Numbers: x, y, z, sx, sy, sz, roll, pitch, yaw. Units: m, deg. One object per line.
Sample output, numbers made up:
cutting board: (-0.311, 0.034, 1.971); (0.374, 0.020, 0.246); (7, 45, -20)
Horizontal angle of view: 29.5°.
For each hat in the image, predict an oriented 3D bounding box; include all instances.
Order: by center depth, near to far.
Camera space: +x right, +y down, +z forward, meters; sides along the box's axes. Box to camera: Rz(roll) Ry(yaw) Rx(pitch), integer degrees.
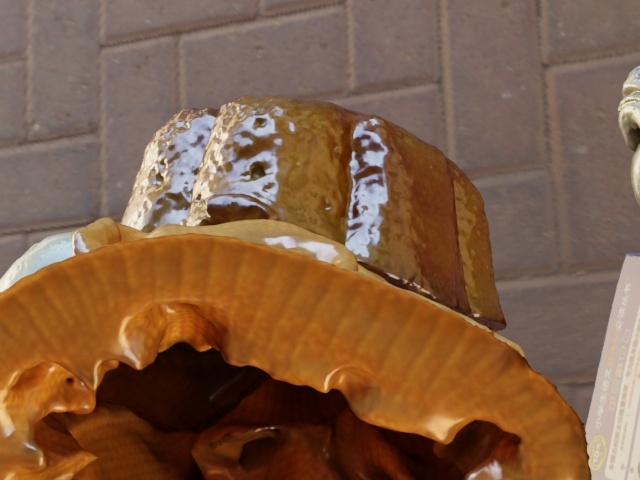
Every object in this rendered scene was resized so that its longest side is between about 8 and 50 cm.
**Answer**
hat: (-0.023, 0.056, 0.564); (0.244, 0.233, 0.233); (-26, 109, 10)

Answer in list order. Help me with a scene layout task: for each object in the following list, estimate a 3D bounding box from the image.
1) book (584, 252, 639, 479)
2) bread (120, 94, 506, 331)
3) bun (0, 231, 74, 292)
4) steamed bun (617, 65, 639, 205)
book: (0.405, 0.159, 1.277); (0.039, 0.428, 0.300); (15, 87, -15)
bread: (-0.013, -0.001, 0.783); (0.232, 0.246, 0.135); (-6, 71, 37)
bun: (-0.303, 0.091, 1.637); (0.293, 0.293, 0.187); (-42, 35, 18)
steamed bun: (0.447, -0.124, 1.364); (0.144, 0.218, 0.211); (-11, 102, 51)
